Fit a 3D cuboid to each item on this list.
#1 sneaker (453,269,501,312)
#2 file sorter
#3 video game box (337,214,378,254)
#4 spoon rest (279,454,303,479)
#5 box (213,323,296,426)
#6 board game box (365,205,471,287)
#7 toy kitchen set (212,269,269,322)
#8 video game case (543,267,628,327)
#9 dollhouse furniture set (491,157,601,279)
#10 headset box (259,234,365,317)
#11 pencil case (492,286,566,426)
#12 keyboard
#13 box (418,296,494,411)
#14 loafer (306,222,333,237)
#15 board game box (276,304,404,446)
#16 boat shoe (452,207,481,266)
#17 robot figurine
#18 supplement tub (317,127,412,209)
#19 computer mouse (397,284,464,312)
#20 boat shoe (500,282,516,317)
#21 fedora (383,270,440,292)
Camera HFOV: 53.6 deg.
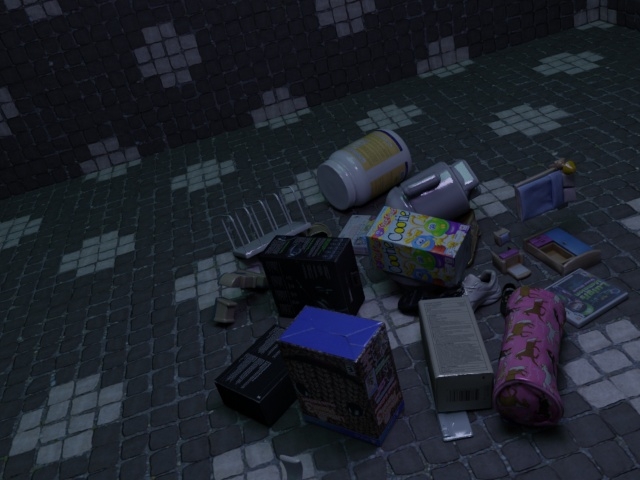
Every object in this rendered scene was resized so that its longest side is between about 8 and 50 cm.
[{"bbox_3d":[0.428,0.155,1.855,0.232,0.115,0.090,-31,34,-24],"label":"sneaker"},{"bbox_3d":[-0.217,-0.072,2.399,0.278,0.173,0.193,-27,12,-19],"label":"file sorter"},{"bbox_3d":[0.170,-0.022,2.322,0.187,0.048,0.205,1,35,28],"label":"video game box"},{"bbox_3d":[-0.107,0.621,1.396,0.137,0.084,0.276,4,49,31],"label":"spoon rest"},{"bbox_3d":[-0.135,0.369,1.772,0.184,0.103,0.261,10,39,41],"label":"box"},{"bbox_3d":[0.294,0.019,1.892,0.275,0.144,0.142,15,50,27],"label":"board game box"},{"bbox_3d":[-0.285,0.191,2.166,0.122,0.166,0.207,11,3,35],"label":"toy kitchen set"},{"bbox_3d":[0.738,0.160,1.804,0.190,0.022,0.173,-26,33,-17],"label":"video game case"},{"bbox_3d":[0.679,-0.057,1.907,0.286,0.303,0.198,-22,31,-12],"label":"dollhouse furniture set"},{"bbox_3d":[-0.013,0.118,1.981,0.283,0.246,0.131,2,35,27],"label":"headset box"},{"bbox_3d":[0.524,0.278,1.566,0.160,0.167,0.386,14,38,13],"label":"pencil case"},{"bbox_3d":[0.322,0.403,1.607,0.072,0.014,0.256,-8,31,2],"label":"keyboard"},{"bbox_3d":[0.348,0.288,1.657,0.148,0.121,0.311,-5,31,5],"label":"box"},{"bbox_3d":[0.000,0.000,2.315,0.102,0.092,0.268,-15,31,0],"label":"loafer"},{"bbox_3d":[0.054,0.331,1.566,0.232,0.291,0.141,8,39,34],"label":"board game box"},{"bbox_3d":[0.484,-0.013,2.150,0.105,0.089,0.285,-27,18,34],"label":"boat shoe"},{"bbox_3d":[0.373,-0.137,2.191,0.353,0.300,0.199,-29,58,6],"label":"robot figurine"},{"bbox_3d":[0.176,-0.286,2.556,0.331,0.241,0.241,-31,34,-25],"label":"supplement tub"},{"bbox_3d":[0.327,0.175,1.873,0.242,0.041,0.071,-17,34,46],"label":"computer mouse"},{"bbox_3d":[0.548,0.175,1.845,0.049,0.042,0.133,-1,35,19],"label":"boat shoe"},{"bbox_3d":[0.304,0.072,2.031,0.244,0.124,0.275,-31,46,-20],"label":"fedora"}]
